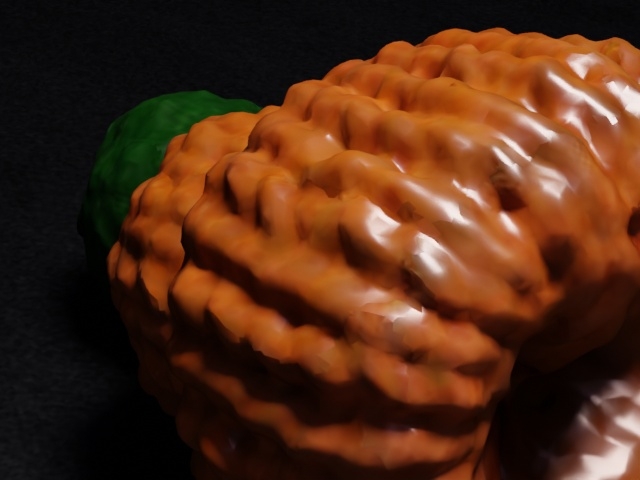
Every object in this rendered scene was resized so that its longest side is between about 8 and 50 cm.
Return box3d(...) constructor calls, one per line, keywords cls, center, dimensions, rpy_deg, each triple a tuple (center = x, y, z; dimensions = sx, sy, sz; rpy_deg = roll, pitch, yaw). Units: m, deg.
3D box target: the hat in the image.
box3d(cls="hat", center=(0.000, 0.000, 0.869), dimensions=(0.285, 0.285, 0.400), rpy_deg=(-23, 36, -38))
